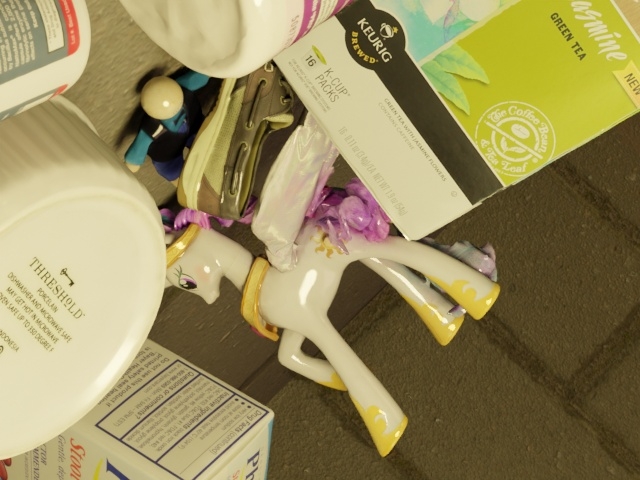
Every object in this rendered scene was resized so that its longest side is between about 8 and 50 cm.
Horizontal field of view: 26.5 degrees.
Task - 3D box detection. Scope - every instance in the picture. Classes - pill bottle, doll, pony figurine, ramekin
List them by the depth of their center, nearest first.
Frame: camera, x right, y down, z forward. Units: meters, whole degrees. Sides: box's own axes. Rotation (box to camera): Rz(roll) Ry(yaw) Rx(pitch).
[{"bbox_3d":[-0.227,-0.104,0.762,0.180,0.108,0.108,-35,165,-45],"label":"pill bottle"},{"bbox_3d":[0.004,-0.252,0.920,0.301,0.169,0.169,-39,167,-27],"label":"pill bottle"},{"bbox_3d":[-0.226,0.030,0.932,0.273,0.127,0.273,-34,143,-31],"label":"ramekin"},{"bbox_3d":[-0.134,-0.110,1.256,0.129,0.046,0.189,-54,168,-8],"label":"doll"},{"bbox_3d":[0.000,0.000,1.443,0.351,0.363,0.303,-57,-177,13],"label":"pony figurine"}]

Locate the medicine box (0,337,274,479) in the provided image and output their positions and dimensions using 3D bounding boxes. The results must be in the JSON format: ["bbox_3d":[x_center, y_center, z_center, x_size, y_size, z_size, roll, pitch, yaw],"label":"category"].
[{"bbox_3d":[-0.210,0.247,1.444,0.149,0.289,0.263,-38,146,-43],"label":"medicine box"}]

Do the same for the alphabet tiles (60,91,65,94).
[{"bbox_3d":[-0.273,-0.069,0.983,0.198,0.009,0.237,-45,169,-5],"label":"alphabet tiles"}]

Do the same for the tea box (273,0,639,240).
[{"bbox_3d":[0.187,-0.215,1.252,0.323,0.220,0.329,-32,-170,32],"label":"tea box"}]

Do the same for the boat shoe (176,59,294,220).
[{"bbox_3d":[-0.059,-0.123,1.262,0.080,0.073,0.223,47,67,-81],"label":"boat shoe"}]
